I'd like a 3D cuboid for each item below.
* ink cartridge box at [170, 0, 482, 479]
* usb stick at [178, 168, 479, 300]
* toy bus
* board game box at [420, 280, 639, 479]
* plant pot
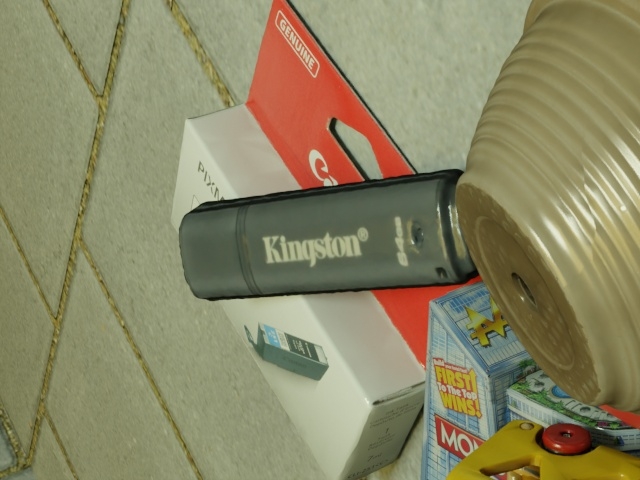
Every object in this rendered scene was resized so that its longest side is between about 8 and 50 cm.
[{"bbox_3d":[-0.012,0.004,0.976,0.296,0.066,0.261,56,150,26],"label":"ink cartridge box"},{"bbox_3d":[0.000,0.000,0.888,0.278,0.045,0.077,-6,87,43],"label":"usb stick"},{"bbox_3d":[0.155,0.175,0.660,0.191,0.104,0.202,53,135,10],"label":"toy bus"},{"bbox_3d":[0.131,0.130,0.802,0.194,0.060,0.194,22,126,55],"label":"board game box"},{"bbox_3d":[0.137,-0.002,0.574,0.237,0.110,0.237,60,173,12],"label":"plant pot"}]
